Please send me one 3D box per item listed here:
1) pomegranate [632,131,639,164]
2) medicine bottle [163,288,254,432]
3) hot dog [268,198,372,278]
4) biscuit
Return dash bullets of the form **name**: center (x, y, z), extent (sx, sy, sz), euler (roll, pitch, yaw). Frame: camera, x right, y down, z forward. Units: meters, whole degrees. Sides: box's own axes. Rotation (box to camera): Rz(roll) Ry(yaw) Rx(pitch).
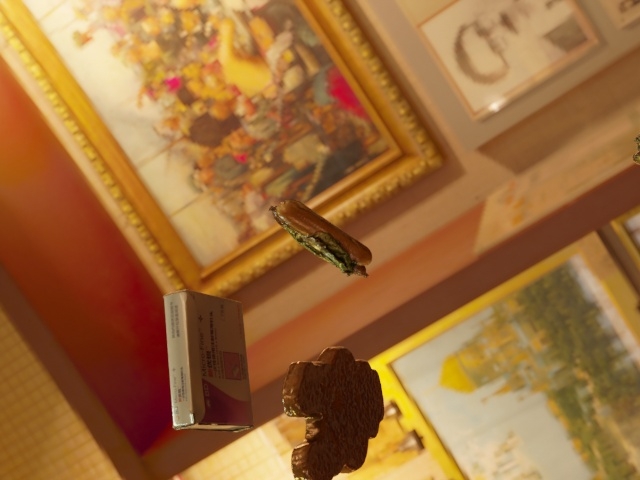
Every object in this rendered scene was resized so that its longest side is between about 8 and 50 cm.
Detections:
- **pomegranate**: center (0.367, -0.061, 0.979), extent (0.169, 0.122, 0.143), euler (49, -162, 4)
- **medicine bottle**: center (-0.169, 0.183, 1.666), extent (0.171, 0.052, 0.201), euler (23, -122, -61)
- **hot dog**: center (0.000, 0.000, 1.220), extent (0.133, 0.041, 0.056), euler (33, 162, -7)
- **biscuit**: center (0.019, 0.242, 1.568), extent (0.295, 0.044, 0.186), euler (1, -96, -66)
